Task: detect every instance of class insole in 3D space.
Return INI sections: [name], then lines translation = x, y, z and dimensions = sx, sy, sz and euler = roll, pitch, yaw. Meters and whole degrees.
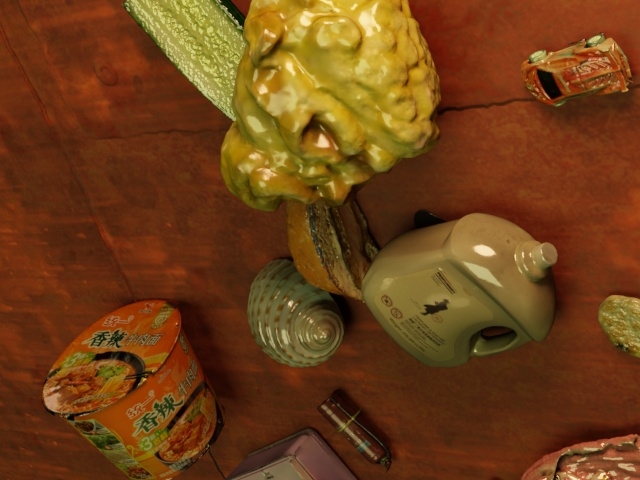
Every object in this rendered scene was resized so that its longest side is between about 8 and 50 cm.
[insole]
translation = 0.166, 0.001, 1.548
dimensions = 0.135, 0.002, 0.045
euler = 26, 136, 21

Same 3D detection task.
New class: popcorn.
[popcorn]
translation = 0.019, -0.147, 1.407
dimensions = 0.225, 0.173, 0.286
euler = 17, 126, 5

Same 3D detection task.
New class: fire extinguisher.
[fire extinguisher]
translation = 0.054, 0.262, 1.832
dimensions = 0.132, 0.039, 0.056
euler = 45, 149, 0

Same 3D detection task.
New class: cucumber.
[cucumber]
translation = -0.104, -0.215, 1.545
dimensions = 0.115, 0.063, 0.244
euler = -33, 99, 40

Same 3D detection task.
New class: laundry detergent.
[laundry detergent]
translation = 0.171, 0.053, 1.513
dimensions = 0.181, 0.091, 0.253
euler = 51, 141, -11

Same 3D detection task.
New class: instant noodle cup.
[instant noodle cup]
translation = -0.256, 0.226, 1.934
dimensions = 0.230, 0.230, 0.182
euler = -2, 131, 41

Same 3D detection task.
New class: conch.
[conch]
translation = -0.041, 0.096, 1.730
dimensions = 0.153, 0.102, 0.135
euler = 10, 114, 35

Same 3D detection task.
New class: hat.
[hat]
translation = 0.316, 0.353, 1.635
dimensions = 0.286, 0.107, 0.236
euler = -16, 102, 41

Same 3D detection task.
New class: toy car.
[toy car]
translation = 0.247, -0.163, 1.320
dimensions = 0.122, 0.035, 0.059
euler = -10, 119, 42

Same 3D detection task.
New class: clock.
[clock]
translation = -0.037, 0.368, 1.966
dimensions = 0.144, 0.073, 0.193
euler = 51, 140, -7

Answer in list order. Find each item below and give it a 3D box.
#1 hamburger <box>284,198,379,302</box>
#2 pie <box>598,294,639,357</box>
[hamburger]
translation = -0.003, 0.004, 1.626
dimensions = 0.102, 0.087, 0.176
euler = -7, 120, 41
[pie]
translation = 0.340, 0.093, 1.468
dimensions = 0.085, 0.017, 0.085
euler = 23, 136, 25
